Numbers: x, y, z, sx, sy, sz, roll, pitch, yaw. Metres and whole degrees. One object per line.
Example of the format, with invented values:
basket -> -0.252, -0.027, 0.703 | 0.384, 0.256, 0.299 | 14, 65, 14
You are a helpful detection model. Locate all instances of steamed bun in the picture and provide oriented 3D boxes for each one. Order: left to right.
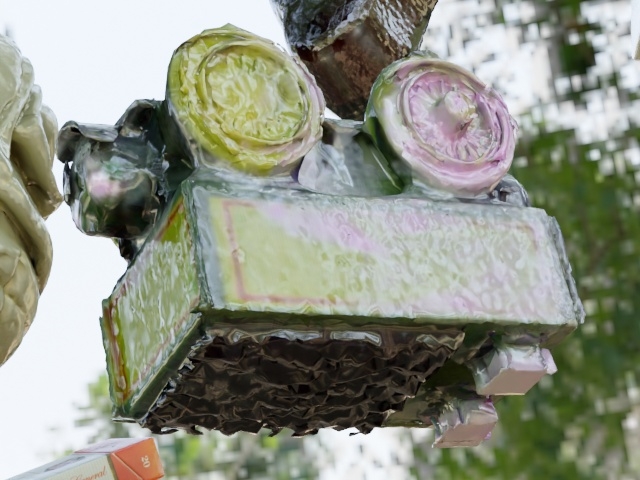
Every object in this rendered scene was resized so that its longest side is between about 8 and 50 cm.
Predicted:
steamed bun -> -0.276, -0.019, 1.321 | 0.203, 0.289, 0.276 | 2, -17, -23

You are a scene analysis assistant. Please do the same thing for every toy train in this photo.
toy train -> 0.000, 0.000, 0.941 | 0.261, 0.177, 0.134 | 4, -33, -26

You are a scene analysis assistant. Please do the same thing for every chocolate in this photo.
chocolate -> 0.020, -0.166, 1.386 | 0.125, 0.148, 0.080 | -34, -50, 17

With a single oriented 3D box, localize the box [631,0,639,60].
box -> 0.370, -0.181, 1.185 | 0.330, 0.095, 0.210 | 2, -14, 4

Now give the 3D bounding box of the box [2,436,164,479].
box -> -0.234, 0.226, 1.750 | 0.152, 0.048, 0.100 | -22, 7, -30
